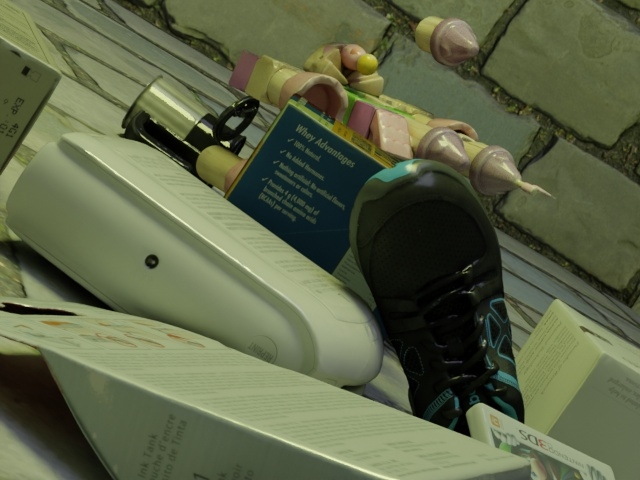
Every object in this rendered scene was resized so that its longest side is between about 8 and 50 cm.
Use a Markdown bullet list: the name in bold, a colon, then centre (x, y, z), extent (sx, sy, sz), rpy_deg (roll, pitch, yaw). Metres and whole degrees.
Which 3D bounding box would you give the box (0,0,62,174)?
- **box**: centre (-0.338, -0.161, 1.643), extent (0.148, 0.127, 0.232), rpy_deg (30, 9, -23)

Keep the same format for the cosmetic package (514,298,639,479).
- **cosmetic package**: centre (0.294, 0.184, 1.983), extent (0.151, 0.151, 0.183), rpy_deg (30, 9, -17)

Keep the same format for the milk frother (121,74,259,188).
- **milk frother**: centre (-0.155, -0.152, 2.232), extent (0.135, 0.143, 0.129), rpy_deg (36, 16, 3)

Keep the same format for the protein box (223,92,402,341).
- **protein box**: centre (0.000, 0.000, 1.746), extent (0.200, 0.201, 0.136), rpy_deg (33, 8, -3)

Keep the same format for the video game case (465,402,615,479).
- **video game case**: centre (0.201, 0.238, 1.505), extent (0.173, 0.022, 0.190), rpy_deg (28, 36, -34)

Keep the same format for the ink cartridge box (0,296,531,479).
- **ink cartridge box**: centre (-0.077, 0.130, 1.228), extent (0.385, 0.091, 0.308), rpy_deg (17, 2, 20)

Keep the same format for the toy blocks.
- **toy blocks**: centre (0.073, -0.132, 1.917), extent (0.288, 0.309, 0.260), rpy_deg (16, 8, -34)

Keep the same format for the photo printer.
- **photo printer**: centre (-0.087, 0.036, 1.537), extent (0.307, 0.107, 0.256), rpy_deg (36, 7, 10)

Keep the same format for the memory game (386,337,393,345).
- **memory game**: centre (0.090, 0.103, 2.159), extent (0.186, 0.012, 0.186), rpy_deg (32, 8, -5)

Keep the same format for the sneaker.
- **sneaker**: centre (0.122, 0.082, 1.601), extent (0.139, 0.125, 0.341), rpy_deg (-115, -177, -56)
